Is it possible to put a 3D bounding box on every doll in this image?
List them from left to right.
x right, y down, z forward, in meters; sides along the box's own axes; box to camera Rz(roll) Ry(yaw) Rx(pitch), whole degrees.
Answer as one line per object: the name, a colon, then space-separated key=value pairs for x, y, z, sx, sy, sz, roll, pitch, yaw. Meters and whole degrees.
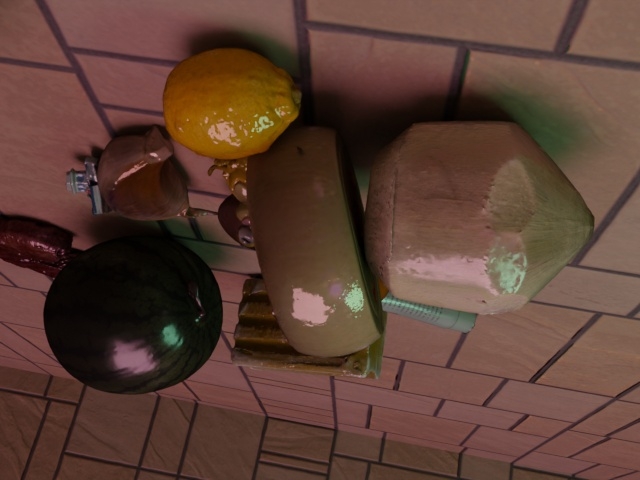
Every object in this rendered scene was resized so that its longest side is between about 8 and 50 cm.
doll: x=-0.093 y=-0.045 z=0.981 sx=0.145 sy=0.096 sz=0.188 roll=-20 pitch=132 yaw=39

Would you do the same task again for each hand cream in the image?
hand cream: x=0.124 y=0.092 z=1.203 sx=0.331 sy=0.085 sz=0.058 roll=19 pitch=168 yaw=-25

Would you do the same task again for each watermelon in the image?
watermelon: x=-0.318 y=0.128 z=1.230 sx=0.359 sy=0.279 sz=0.279 roll=-6 pitch=150 yaw=36

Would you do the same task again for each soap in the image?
soap: x=-0.020 y=0.157 z=1.295 sx=0.274 sy=0.174 sz=0.089 roll=0 pitch=162 yaw=27

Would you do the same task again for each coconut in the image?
coconut: x=0.167 y=-0.021 z=0.761 sx=0.233 sy=0.224 sz=0.224 roll=8 pitch=156 yaw=10

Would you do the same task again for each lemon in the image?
lemon: x=-0.094 y=-0.141 z=0.734 sx=0.155 sy=0.114 sz=0.114 roll=1 pitch=154 yaw=19

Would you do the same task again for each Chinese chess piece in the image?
Chinese chess piece: x=0.000 y=0.000 z=0.817 sx=0.102 sy=0.273 sz=0.273 roll=-14 pitch=151 yaw=9

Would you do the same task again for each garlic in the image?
garlic: x=-0.231 y=-0.075 z=0.988 sx=0.128 sy=0.091 sz=0.198 roll=-7 pitch=148 yaw=12

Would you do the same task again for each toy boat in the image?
toy boat: x=-0.340 y=-0.083 z=1.042 sx=0.066 sy=0.059 sz=0.140 roll=-1 pitch=157 yaw=-15

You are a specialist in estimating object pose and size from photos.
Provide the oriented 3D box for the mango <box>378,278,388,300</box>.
mango: x=0.058 y=0.033 z=1.096 sx=0.105 sy=0.084 sz=0.159 roll=15 pitch=137 yaw=25

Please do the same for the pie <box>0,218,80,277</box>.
pie: x=-0.553 y=0.018 z=1.383 sx=0.204 sy=0.054 sz=0.219 roll=12 pitch=158 yaw=-2
